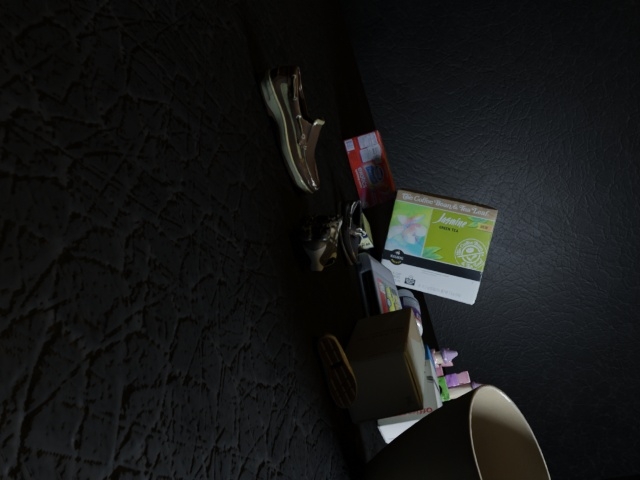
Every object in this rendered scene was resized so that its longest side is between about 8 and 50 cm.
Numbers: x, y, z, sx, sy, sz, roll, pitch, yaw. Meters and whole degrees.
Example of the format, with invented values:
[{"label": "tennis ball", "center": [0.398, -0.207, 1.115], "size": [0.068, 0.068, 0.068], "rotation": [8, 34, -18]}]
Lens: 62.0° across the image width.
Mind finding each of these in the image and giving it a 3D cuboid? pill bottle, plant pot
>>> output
[{"label": "pill bottle", "center": [0.286, 0.252, 1.813], "size": [0.193, 0.108, 0.108], "rotation": [-80, 151, -62]}, {"label": "plant pot", "center": [0.211, 0.416, 0.920], "size": [0.256, 0.274, 0.257], "rotation": [34, 39, -34]}]

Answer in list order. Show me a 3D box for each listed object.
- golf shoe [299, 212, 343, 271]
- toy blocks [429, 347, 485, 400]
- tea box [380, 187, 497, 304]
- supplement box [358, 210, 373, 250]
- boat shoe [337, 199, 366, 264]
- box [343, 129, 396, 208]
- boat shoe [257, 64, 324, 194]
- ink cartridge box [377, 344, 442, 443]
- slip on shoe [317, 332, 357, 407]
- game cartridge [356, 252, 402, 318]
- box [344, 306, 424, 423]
[{"label": "golf shoe", "center": [0.000, 0.000, 1.045], "size": [0.198, 0.077, 0.094], "rotation": [-47, 136, -69]}, {"label": "toy blocks", "center": [0.463, 0.524, 1.900], "size": [0.309, 0.260, 0.289], "rotation": [39, 38, -68]}, {"label": "tea box", "center": [0.393, 0.008, 1.817], "size": [0.220, 0.328, 0.324], "rotation": [-25, 127, -76]}, {"label": "supplement box", "center": [0.109, -0.025, 1.513], "size": [0.083, 0.056, 0.083], "rotation": [50, 28, -60]}, {"label": "boat shoe", "center": [0.086, -0.029, 1.406], "size": [0.075, 0.065, 0.206], "rotation": [59, 20, -49]}, {"label": "box", "center": [0.184, -0.253, 1.917], "size": [0.122, 0.128, 0.257], "rotation": [-28, 102, -76]}, {"label": "boat shoe", "center": [-0.037, -0.216, 1.050], "size": [0.095, 0.095, 0.258], "rotation": [-76, 148, -64]}, {"label": "ink cartridge box", "center": [0.212, 0.371, 1.295], "size": [0.203, 0.148, 0.086], "rotation": [-90, 160, -50]}, {"label": "slip on shoe", "center": [0.028, 0.226, 0.938], "size": [0.041, 0.051, 0.135], "rotation": [-91, 158, -84]}, {"label": "game cartridge", "center": [0.180, 0.195, 1.506], "size": [0.196, 0.060, 0.294], "rotation": [39, 37, -58]}, {"label": "box", "center": [0.141, 0.256, 1.147], "size": [0.311, 0.148, 0.121], "rotation": [-39, 113, -77]}]
